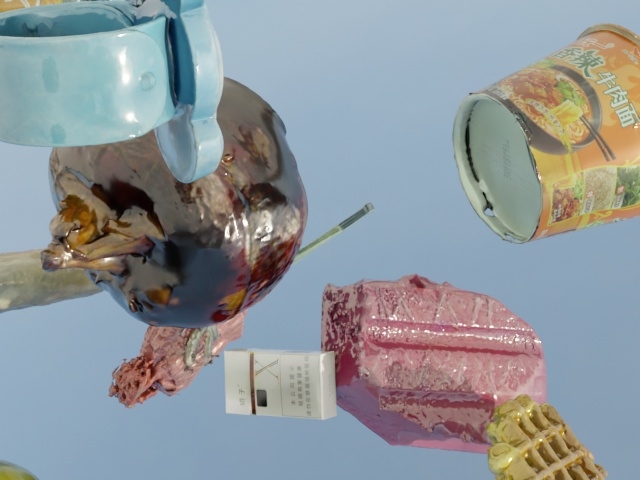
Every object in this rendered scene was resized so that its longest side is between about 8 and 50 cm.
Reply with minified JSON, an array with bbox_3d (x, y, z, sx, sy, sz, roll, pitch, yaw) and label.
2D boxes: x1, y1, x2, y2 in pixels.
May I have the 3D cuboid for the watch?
[{"bbox_3d":[-0.190,-0.145,0.923,0.193,0.210,0.211,-13,-149,-26],"label":"watch"}]

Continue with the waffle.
[{"bbox_3d":[0.290,0.302,1.309,0.056,0.249,0.253,-40,-165,27],"label":"waffle"}]

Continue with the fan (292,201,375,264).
[{"bbox_3d":[0.000,0.000,1.657,0.193,0.038,0.016,-34,-102,12],"label":"fan"}]

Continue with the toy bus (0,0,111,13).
[{"bbox_3d":[-0.360,-0.329,1.446,0.167,0.138,0.275,-3,180,-1],"label":"toy bus"}]

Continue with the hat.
[{"bbox_3d":[-0.206,0.158,1.704,0.107,0.236,0.286,31,-124,25],"label":"hat"}]

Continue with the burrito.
[{"bbox_3d":[-0.453,0.055,1.816,0.348,0.107,0.175,-16,-177,-37],"label":"burrito"}]

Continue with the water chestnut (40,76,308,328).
[{"bbox_3d":[-0.206,-0.033,1.351,0.335,0.335,0.347,11,-143,40],"label":"water chestnut"}]

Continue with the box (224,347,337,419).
[{"bbox_3d":[-0.053,0.182,1.419,0.154,0.083,0.040,-2,-178,33],"label":"box"}]

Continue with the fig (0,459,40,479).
[{"bbox_3d":[-0.390,0.343,1.250,0.203,0.225,0.203,1,-136,-1],"label":"fig"}]

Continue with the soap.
[{"bbox_3d":[0.158,0.168,1.477,0.127,0.325,0.220,-22,-117,60],"label":"soap"}]

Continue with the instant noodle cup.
[{"bbox_3d":[0.267,-0.106,1.216,0.182,0.230,0.230,-19,-145,-19],"label":"instant noodle cup"}]
